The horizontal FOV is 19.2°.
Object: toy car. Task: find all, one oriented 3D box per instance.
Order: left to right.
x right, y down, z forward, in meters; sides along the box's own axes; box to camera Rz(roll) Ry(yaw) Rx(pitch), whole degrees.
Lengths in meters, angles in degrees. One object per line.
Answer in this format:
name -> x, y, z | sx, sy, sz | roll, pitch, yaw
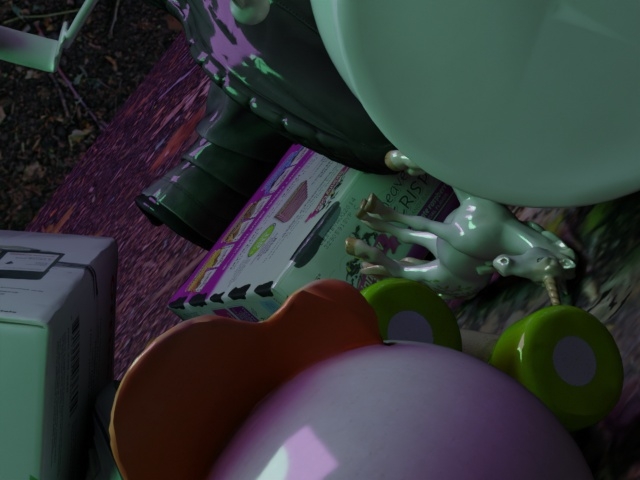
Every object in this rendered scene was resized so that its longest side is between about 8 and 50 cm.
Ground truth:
toy car -> 0.034, 0.130, 0.786 | 0.155, 0.149, 0.188 | 145, 130, -60
toy car -> 0.027, 0.119, 0.505 | 0.210, 0.238, 0.219 | -53, 13, -5

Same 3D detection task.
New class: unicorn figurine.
unicorn figurine -> 0.074, 0.001, 0.992 | 0.162, 0.111, 0.060 | 123, 172, -83

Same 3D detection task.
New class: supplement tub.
supplement tub -> 0.113, -0.170, 0.989 | 0.235, 0.235, 0.325 | -46, 15, 20

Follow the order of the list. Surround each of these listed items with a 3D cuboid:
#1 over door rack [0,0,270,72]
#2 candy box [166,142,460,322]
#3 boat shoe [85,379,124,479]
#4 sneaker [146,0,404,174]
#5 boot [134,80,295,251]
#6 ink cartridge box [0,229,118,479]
over door rack -> -0.067, -0.233, 1.046 | 0.324, 0.108, 0.240 | -17, 55, 60
candy box -> 0.000, 0.000, 1.260 | 0.159, 0.071, 0.233 | -53, 13, -16
boat shoe -> -0.127, 0.156, 1.240 | 0.076, 0.083, 0.226 | -50, 14, 2
sneaker -> -0.029, -0.154, 1.147 | 0.130, 0.286, 0.109 | -48, -25, 10
boot -> -0.062, -0.100, 1.424 | 0.223, 0.118, 0.338 | -52, -28, -1
ink cartridge box -> -0.219, 0.119, 1.283 | 0.289, 0.121, 0.211 | -75, -10, -80
